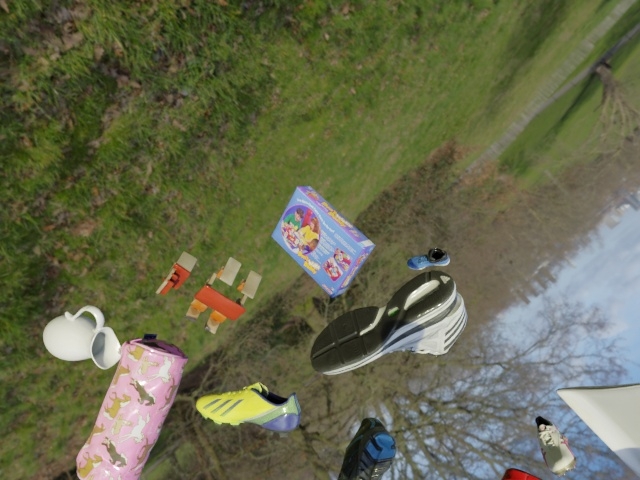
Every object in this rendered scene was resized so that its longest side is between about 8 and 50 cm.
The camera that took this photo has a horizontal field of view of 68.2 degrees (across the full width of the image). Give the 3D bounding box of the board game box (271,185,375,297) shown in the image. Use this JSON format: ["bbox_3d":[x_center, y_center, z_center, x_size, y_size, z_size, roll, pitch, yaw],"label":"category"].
[{"bbox_3d":[0.000,0.000,1.701,0.078,0.347,0.233,-12,140,-52],"label":"board game box"}]

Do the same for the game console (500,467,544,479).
[{"bbox_3d":[0.786,0.914,1.626,0.060,0.342,0.386,-58,153,-27],"label":"game console"}]

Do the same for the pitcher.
[{"bbox_3d":[-0.654,0.246,1.285,0.125,0.207,0.178,-32,125,-59],"label":"pitcher"}]

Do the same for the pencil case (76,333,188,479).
[{"bbox_3d":[-0.490,0.444,1.231,0.160,0.167,0.386,26,83,-63],"label":"pencil case"}]

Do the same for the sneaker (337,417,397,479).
[{"bbox_3d":[0.109,0.661,1.312,0.341,0.125,0.139,-65,-170,2],"label":"sneaker"}]

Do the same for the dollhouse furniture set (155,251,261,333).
[{"bbox_3d":[-0.352,0.164,1.449,0.262,0.259,0.135,-42,-159,38],"label":"dollhouse furniture set"}]

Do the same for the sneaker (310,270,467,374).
[{"bbox_3d":[0.209,0.289,1.309,0.447,0.169,0.257,-31,127,11],"label":"sneaker"}]

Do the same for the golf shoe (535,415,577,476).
[{"bbox_3d":[0.543,0.484,1.116,0.067,0.086,0.186,-42,171,14],"label":"golf shoe"}]

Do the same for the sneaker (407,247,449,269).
[{"bbox_3d":[0.380,0.064,1.689,0.152,0.058,0.084,-5,154,18],"label":"sneaker"}]

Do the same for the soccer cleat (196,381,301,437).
[{"bbox_3d":[-0.183,0.411,1.201,0.093,0.289,0.121,-12,103,-69],"label":"soccer cleat"}]

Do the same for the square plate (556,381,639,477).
[{"bbox_3d":[0.777,0.445,1.067,0.049,0.344,0.347,-42,174,-23],"label":"square plate"}]
